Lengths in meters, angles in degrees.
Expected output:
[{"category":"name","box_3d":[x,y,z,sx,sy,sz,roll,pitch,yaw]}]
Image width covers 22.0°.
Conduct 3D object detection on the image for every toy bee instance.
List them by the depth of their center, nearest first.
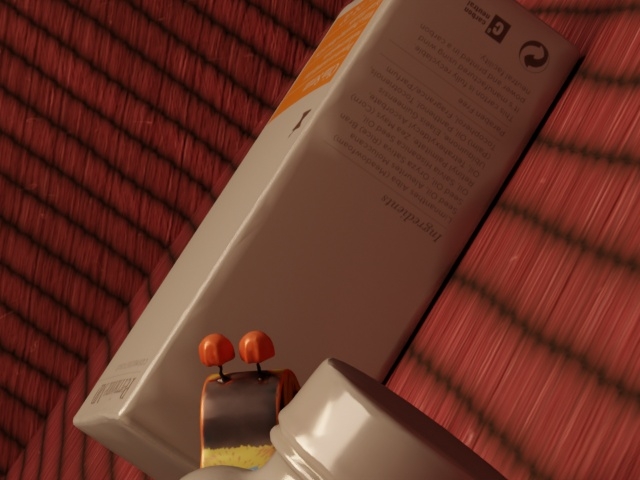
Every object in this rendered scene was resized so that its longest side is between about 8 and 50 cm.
[{"category":"toy bee","box_3d":[-0.052,0.146,1.025,0.195,0.162,0.298,-19,36,-4]}]

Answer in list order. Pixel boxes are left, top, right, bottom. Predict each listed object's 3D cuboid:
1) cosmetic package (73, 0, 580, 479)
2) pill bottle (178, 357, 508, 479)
[{"category":"cosmetic package","box_3d":[0.000,0.000,1.347,0.453,0.161,0.230,-58,11,-16]},{"category":"pill bottle","box_3d":[-0.039,0.219,0.778,0.318,0.176,0.176,-54,10,3]}]
